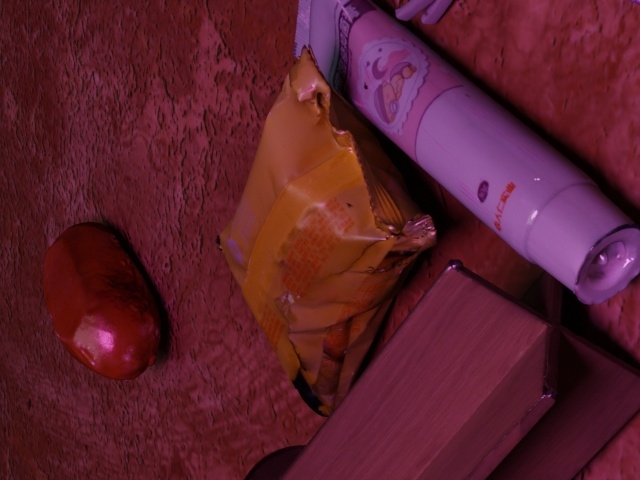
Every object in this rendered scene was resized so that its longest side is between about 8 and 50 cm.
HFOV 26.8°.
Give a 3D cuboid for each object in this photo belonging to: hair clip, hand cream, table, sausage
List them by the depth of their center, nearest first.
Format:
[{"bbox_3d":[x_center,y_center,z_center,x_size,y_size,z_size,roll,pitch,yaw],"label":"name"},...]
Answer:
[{"bbox_3d":[0.073,0.121,0.777,0.226,0.167,0.167,-55,53,32],"label":"table"},{"bbox_3d":[0.082,-0.176,0.799,0.115,0.030,0.039,-56,34,40],"label":"hair clip"},{"bbox_3d":[0.073,-0.076,0.813,0.331,0.058,0.085,49,147,43],"label":"hand cream"},{"bbox_3d":[-0.194,0.048,1.165,0.179,0.089,0.089,54,136,46],"label":"sausage"}]

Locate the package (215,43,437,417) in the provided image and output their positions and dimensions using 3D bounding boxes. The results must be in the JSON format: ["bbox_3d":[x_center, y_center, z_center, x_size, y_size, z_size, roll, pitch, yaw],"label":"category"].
[{"bbox_3d":[0.000,0.000,0.883,0.168,0.090,0.226,59,148,24],"label":"package"}]

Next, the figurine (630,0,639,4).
[{"bbox_3d":[0.166,-0.154,0.651,0.156,0.095,0.115,50,173,41],"label":"figurine"}]
